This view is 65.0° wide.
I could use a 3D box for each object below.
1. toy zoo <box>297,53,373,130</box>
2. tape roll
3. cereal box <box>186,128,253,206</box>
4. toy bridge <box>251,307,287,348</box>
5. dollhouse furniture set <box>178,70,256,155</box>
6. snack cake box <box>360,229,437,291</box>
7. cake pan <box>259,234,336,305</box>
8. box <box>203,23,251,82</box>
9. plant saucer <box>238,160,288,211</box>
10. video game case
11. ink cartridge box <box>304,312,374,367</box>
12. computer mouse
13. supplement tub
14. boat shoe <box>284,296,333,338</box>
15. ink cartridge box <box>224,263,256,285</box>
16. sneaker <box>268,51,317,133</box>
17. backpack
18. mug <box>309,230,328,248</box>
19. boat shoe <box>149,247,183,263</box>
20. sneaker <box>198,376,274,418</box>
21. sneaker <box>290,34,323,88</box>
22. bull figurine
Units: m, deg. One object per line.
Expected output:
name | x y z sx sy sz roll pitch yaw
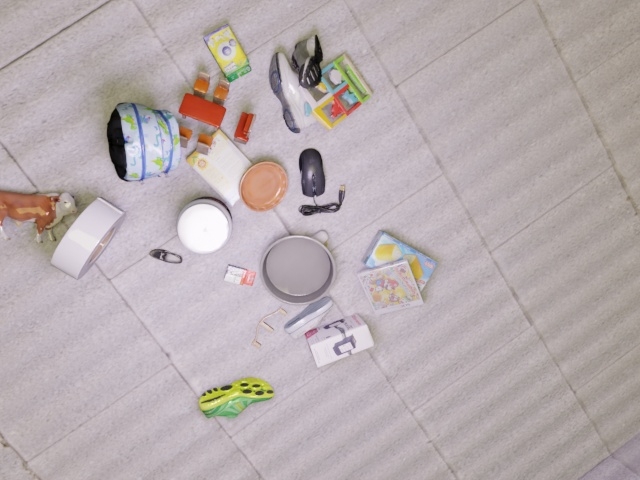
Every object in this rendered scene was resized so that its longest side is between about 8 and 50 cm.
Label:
toy zoo | 0.045 -0.543 1.872 0.293 0.030 0.192 -43 103 -23
tape roll | -0.791 -0.009 1.725 0.100 0.286 0.286 34 91 -12
cereal box | -0.356 -0.269 1.882 0.173 0.047 0.240 -44 103 -4
toy bridge | -0.216 0.343 2.006 0.063 0.026 0.188 39 90 -10
dollhouse furniture set | -0.365 -0.440 1.777 0.259 0.135 0.262 18 78 -11
snack cake box | 0.316 0.089 2.031 0.264 0.089 0.152 28 92 -12
cake pan | -0.087 0.110 1.948 0.293 0.054 0.293 0 110 1
box | -0.336 -0.679 1.833 0.105 0.043 0.179 -32 104 -4
plant saucer | -0.217 -0.205 1.887 0.200 0.037 0.200 -16 123 -26
video game case | 0.280 0.190 1.999 0.206 0.026 0.227 -16 120 17
ink cartridge box | 0.071 0.390 1.987 0.237 0.172 0.100 -19 101 -7
computer mouse | 0.008 -0.224 1.947 0.184 0.060 0.262 -1 98 -9
supplement tub | -0.409 -0.056 1.789 0.191 0.272 0.191 -1 98 -10
boat shoe | -0.037 0.311 2.015 0.226 0.083 0.076 -32 114 7
ink cartridge box | -0.312 0.139 1.958 0.115 0.029 0.063 17 94 -11
sneaker | -0.101 -0.555 1.874 0.129 0.111 0.297 -25 105 -23
backpack | -0.598 -0.330 1.677 0.273 0.355 0.290 0 97 -11
mug | -0.002 -0.003 1.986 0.064 0.078 0.062 -39 70 -11
boat shoe | -0.583 0.062 1.895 0.125 0.038 0.046 19 94 -12
sneaker | -0.331 0.631 2.001 0.295 0.109 0.124 -9 125 -12
sneaker | -0.055 -0.631 1.805 0.108 0.272 0.100 -10 138 17
bull figurine | -1.015 -0.092 1.766 0.310 0.101 0.188 7 98 -11
